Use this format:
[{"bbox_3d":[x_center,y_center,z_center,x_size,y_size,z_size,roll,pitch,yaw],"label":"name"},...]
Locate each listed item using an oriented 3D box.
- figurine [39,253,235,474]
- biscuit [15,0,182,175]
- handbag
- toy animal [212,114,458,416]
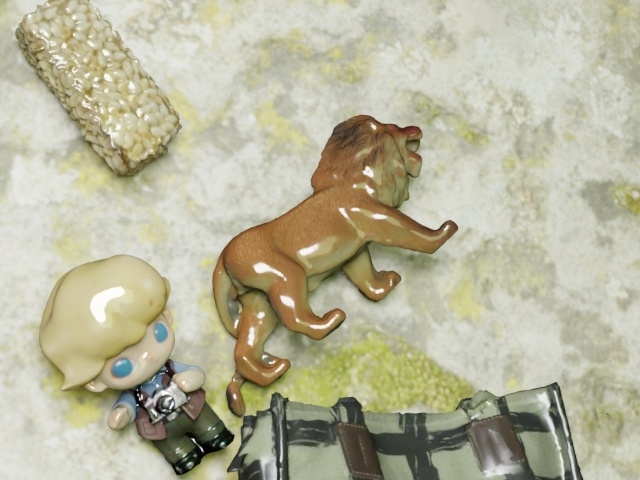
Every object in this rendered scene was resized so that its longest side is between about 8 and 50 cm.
[{"bbox_3d":[-0.152,0.105,1.040,0.114,0.108,0.196,-31,98,-1],"label":"figurine"},{"bbox_3d":[-0.196,-0.136,1.094,0.082,0.070,0.168,-41,98,-22],"label":"biscuit"},{"bbox_3d":[0.088,0.293,1.065,0.325,0.162,0.327,2,71,-25],"label":"handbag"},{"bbox_3d":[0.000,0.000,1.144,0.312,0.097,0.157,-36,81,-24],"label":"toy animal"}]
